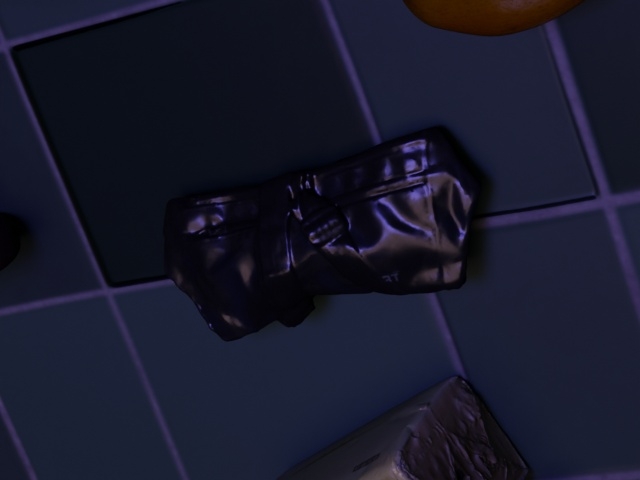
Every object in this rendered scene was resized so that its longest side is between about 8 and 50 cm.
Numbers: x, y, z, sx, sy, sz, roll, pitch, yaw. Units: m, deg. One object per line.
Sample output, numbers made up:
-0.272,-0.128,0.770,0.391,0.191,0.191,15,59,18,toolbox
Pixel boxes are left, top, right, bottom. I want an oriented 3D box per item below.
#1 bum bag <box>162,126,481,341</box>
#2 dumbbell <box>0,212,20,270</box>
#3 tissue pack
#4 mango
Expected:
0.000,0.000,1.574,0.310,0.074,0.137,-14,98,30,bum bag
-0.367,-0.067,1.685,0.140,0.124,0.225,-5,112,29,dumbbell
0.045,0.237,1.618,0.234,0.159,0.125,-33,98,35,tissue pack
0.152,-0.230,1.354,0.219,0.112,0.145,-24,117,30,mango
